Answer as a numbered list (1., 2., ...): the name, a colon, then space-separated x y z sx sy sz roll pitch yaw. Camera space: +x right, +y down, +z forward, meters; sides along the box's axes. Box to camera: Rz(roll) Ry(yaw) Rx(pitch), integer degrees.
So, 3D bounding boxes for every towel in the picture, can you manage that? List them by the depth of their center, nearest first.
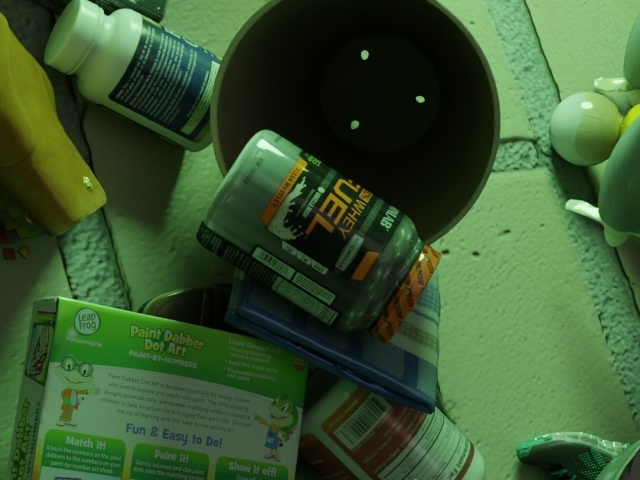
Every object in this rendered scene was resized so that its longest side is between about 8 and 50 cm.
1. towel: 0.016 0.040 1.498 0.209 0.034 0.285 26 27 -10

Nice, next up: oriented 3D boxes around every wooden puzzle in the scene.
1. wooden puzzle: -0.270 -0.023 1.425 0.049 0.006 0.083 -17 79 -42

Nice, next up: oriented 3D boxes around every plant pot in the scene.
1. plant pot: 0.045 -0.127 1.551 0.256 0.256 0.274 53 11 -4

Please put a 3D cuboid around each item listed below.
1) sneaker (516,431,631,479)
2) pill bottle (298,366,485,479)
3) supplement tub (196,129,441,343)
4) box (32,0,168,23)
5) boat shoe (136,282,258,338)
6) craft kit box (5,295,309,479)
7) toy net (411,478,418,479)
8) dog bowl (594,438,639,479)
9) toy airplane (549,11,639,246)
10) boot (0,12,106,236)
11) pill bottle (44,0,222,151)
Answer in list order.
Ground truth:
1. sneaker: 0.274 0.243 1.677 0.166 0.065 0.076 14 65 -30
2. pill bottle: 0.073 0.204 1.498 0.216 0.121 0.121 46 48 -11
3. supplement tub: 0.000 0.000 1.380 0.190 0.117 0.117 32 50 0
4. box: -0.273 -0.355 1.543 0.307 0.076 0.242 27 54 -25
5. boat shoe: -0.082 0.079 1.477 0.223 0.073 0.080 0 92 -41
6. craft kit box: -0.136 0.189 1.344 0.250 0.061 0.247 15 79 -32
7. toy net: 0.031 0.314 1.416 0.122 0.045 0.232 22 77 6
8. dog bowl: 0.405 0.340 1.631 0.348 0.102 0.349 3 81 -19
9. toy airplane: 0.386 -0.155 1.822 0.386 0.272 0.384 27 60 -66
10. boot: -0.261 -0.099 1.322 0.211 0.104 0.295 58 5 -2
11. pill bottle: -0.167 -0.158 1.513 0.169 0.094 0.094 26 54 -25
